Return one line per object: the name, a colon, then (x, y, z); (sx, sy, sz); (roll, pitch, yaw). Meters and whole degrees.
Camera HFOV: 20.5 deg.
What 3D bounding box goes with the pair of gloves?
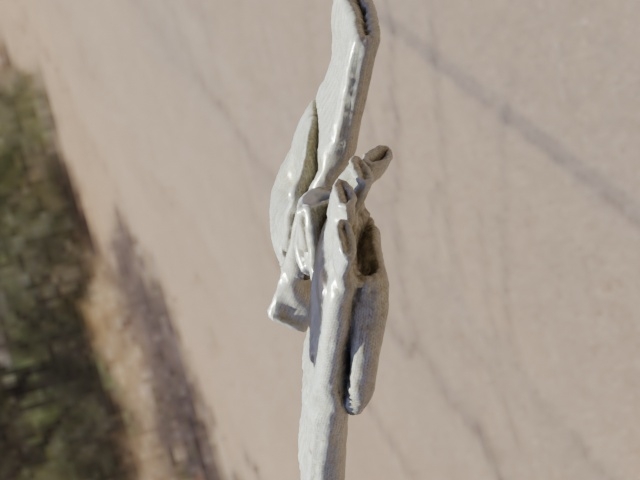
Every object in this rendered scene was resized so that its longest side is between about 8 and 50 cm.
pair of gloves: (0.000, 0.000, 0.955); (0.240, 0.042, 0.204); (-94, 12, -48)
